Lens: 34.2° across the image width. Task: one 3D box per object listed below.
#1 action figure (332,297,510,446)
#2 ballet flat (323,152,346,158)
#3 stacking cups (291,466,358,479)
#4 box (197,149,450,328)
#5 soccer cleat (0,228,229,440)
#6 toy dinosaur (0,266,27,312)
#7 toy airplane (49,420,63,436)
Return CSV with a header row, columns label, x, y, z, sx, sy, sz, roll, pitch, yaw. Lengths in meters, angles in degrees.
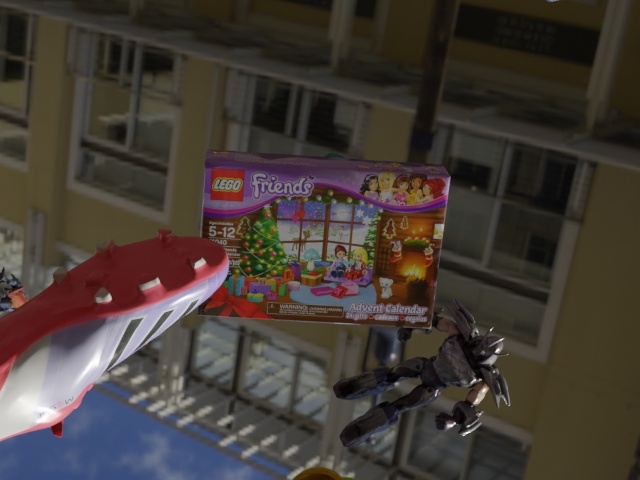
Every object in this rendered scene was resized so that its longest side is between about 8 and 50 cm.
label,x,y,z,sx,sy,sz,roll,pitch,yaw
action figure,0.147,0.197,1.471,0.285,0.185,0.099,-32,157,33
ballet flat,0.083,-0.094,2.179,0.221,0.079,0.077,37,-128,18
stacking cups,0.068,0.349,1.310,0.096,0.096,0.316,21,174,33
box,0.000,0.000,1.270,0.293,0.201,0.057,3,-161,-4
soccer cleat,-0.173,0.074,0.742,0.248,0.095,0.083,-28,-140,-26
toy dinosaur,-0.317,0.067,1.074,0.090,0.047,0.082,30,163,43
toy airplane,-0.414,0.233,1.478,0.151,0.028,0.151,49,-165,-18
